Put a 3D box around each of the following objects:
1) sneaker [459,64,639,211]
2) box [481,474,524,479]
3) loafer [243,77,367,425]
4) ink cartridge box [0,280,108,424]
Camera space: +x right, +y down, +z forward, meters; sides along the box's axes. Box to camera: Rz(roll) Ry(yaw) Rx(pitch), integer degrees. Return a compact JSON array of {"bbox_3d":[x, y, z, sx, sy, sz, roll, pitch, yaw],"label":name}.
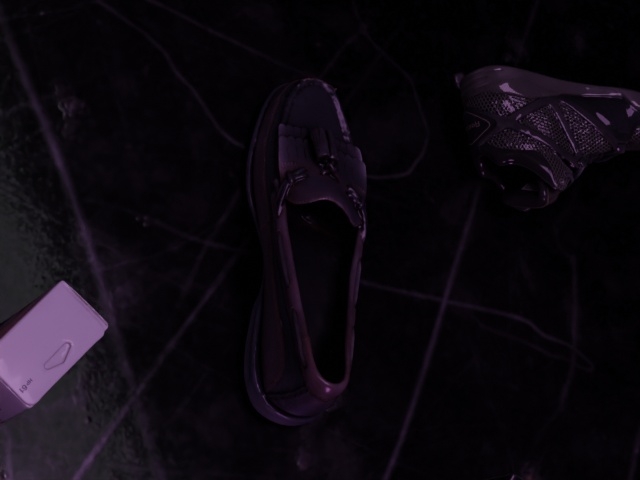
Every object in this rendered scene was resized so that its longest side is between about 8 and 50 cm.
[{"bbox_3d":[0.236,-0.082,1.538,0.228,0.087,0.130,7,74,-24],"label":"sneaker"},{"bbox_3d":[0.173,0.395,1.365,0.257,0.079,0.322,38,60,-17],"label":"box"},{"bbox_3d":[0.000,0.000,1.372,0.109,0.095,0.302,12,70,-26],"label":"loafer"},{"bbox_3d":[-0.219,0.087,1.207,0.052,0.122,0.088,48,58,-10],"label":"ink cartridge box"}]
